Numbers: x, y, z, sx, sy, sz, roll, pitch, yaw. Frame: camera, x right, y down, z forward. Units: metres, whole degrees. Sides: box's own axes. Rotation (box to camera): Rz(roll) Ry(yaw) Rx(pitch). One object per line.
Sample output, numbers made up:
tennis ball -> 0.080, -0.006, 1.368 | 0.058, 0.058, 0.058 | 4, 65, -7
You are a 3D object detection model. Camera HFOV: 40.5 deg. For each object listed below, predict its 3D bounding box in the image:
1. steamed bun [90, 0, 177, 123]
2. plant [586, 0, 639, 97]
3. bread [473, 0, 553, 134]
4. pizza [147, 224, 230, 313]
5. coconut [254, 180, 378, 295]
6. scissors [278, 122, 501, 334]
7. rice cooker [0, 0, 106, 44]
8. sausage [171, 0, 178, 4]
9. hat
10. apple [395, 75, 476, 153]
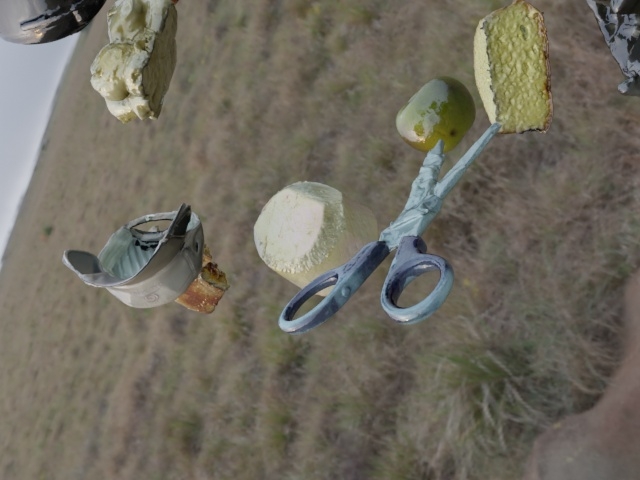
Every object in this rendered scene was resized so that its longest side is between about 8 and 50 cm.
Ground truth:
steamed bun -> -0.289, -0.277, 1.339 | 0.192, 0.106, 0.177 | 95, -174, -66
plant -> 0.360, -0.242, 0.854 | 0.199, 0.188, 0.276 | -29, -6, 20
bread -> 0.369, -0.334, 1.691 | 0.134, 0.129, 0.260 | -110, 9, -78
pizza -> -0.285, 0.059, 1.844 | 0.305, 0.161, 0.085 | 68, -165, -51
coconut -> 0.000, 0.000, 1.918 | 0.239, 0.244, 0.239 | -13, 65, 31
scissors -> 0.119, -0.027, 1.084 | 0.256, 0.029, 0.383 | -10, 33, 47
rice cooker -> -0.418, -0.368, 1.302 | 0.203, 0.118, 0.142 | -3, 45, 26
sausage -> -0.293, -0.500, 1.628 | 0.076, 0.076, 0.197 | -57, 29, 35
hat -> -0.298, 0.039, 1.487 | 0.232, 0.161, 0.275 | -25, 4, 5
apple -> 0.278, -0.295, 2.075 | 0.196, 0.157, 0.196 | -52, 8, 10
